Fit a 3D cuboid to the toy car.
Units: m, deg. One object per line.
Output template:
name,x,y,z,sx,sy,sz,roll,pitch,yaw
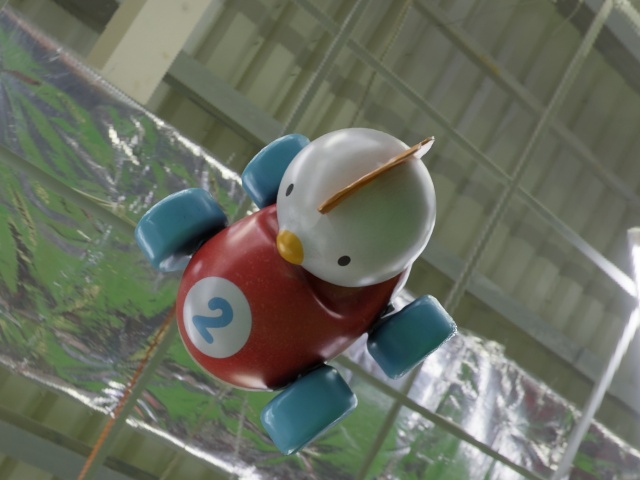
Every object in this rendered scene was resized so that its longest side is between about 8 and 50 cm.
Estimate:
toy car,0.000,0.000,0.595,0.210,0.238,0.219,-31,-105,-26
